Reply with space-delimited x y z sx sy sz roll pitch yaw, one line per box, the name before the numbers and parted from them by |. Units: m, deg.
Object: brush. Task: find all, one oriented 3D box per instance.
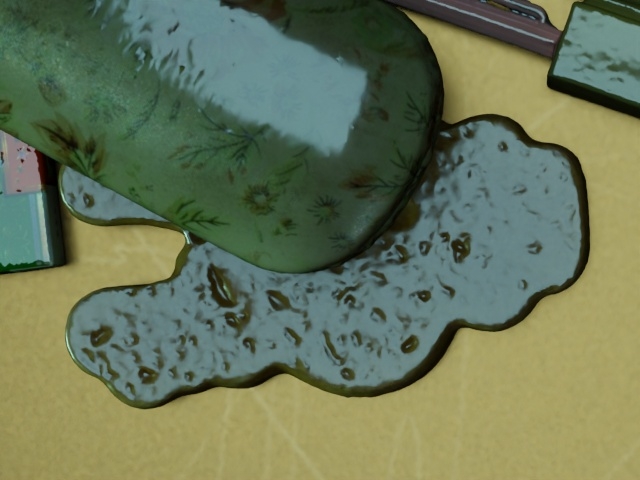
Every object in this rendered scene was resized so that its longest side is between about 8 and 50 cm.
brush | 0.123 -0.137 1.084 0.233 0.047 0.103 19 91 8

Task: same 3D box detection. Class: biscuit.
biscuit | 0.001 0.000 1.100 0.295 0.044 0.186 -1 91 9

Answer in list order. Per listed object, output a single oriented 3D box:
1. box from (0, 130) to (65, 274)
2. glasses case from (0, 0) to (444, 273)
box | -0.269 -0.036 1.139 0.235 0.034 0.132 -6 88 7
glasses case | -0.135 -0.129 1.057 0.425 0.098 0.156 28 96 10
